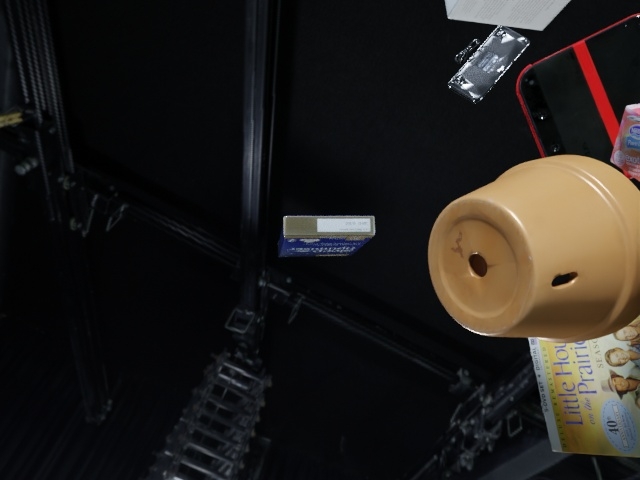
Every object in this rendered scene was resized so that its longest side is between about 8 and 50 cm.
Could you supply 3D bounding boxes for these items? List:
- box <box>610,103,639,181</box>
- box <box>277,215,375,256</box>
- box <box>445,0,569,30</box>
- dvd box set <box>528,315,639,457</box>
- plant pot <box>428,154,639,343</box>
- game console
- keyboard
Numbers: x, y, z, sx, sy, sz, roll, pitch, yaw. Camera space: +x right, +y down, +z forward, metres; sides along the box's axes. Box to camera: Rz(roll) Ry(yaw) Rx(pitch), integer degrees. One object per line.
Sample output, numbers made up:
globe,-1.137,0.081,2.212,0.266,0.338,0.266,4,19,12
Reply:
box,0.830,-0.224,1.132,0.300,0.154,0.142,-10,-53,-6
box,0.000,0.000,0.870,0.137,0.036,0.225,-1,-10,-7
box,0.281,-0.410,0.788,0.171,0.129,0.091,0,-18,-14
dvd box set,0.590,0.224,0.916,0.062,0.307,0.421,3,-14,-41
plant pot,0.302,0.025,0.771,0.204,0.290,0.290,-9,-44,-30
game console,0.730,-0.337,1.351,0.342,0.060,0.386,-22,-93,26
keyboard,0.347,-0.382,1.104,0.108,0.180,0.023,40,-5,18
